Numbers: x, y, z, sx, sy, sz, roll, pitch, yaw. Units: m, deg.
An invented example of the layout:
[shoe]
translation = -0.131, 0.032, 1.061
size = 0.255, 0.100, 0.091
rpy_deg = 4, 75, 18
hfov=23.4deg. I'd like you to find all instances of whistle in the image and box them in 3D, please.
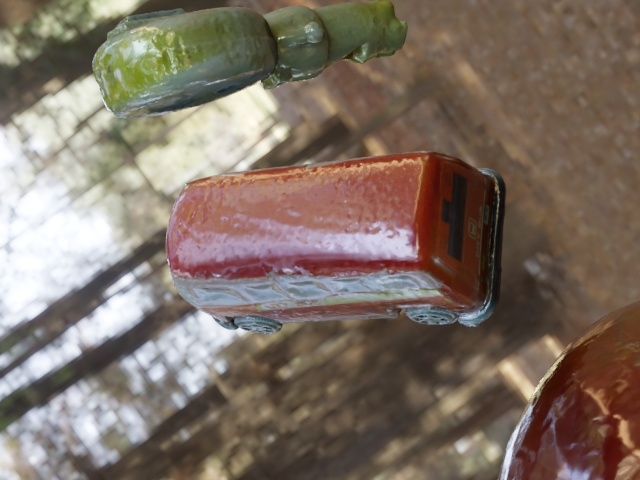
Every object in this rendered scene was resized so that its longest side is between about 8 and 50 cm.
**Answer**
[whistle]
translation = -0.039, -0.115, 0.896
size = 0.104, 0.198, 0.057
rpy_deg = -16, 91, 59

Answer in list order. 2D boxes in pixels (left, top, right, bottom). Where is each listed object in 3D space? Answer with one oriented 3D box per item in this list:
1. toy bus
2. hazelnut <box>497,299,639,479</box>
[toy bus]
translation = 0.000, 0.000, 1.165
size = 0.120, 0.265, 0.121
rpy_deg = 29, -118, -54
[hazelnut]
translation = 0.257, 0.208, 0.922
size = 0.366, 0.366, 0.366
rpy_deg = 54, -179, -1
